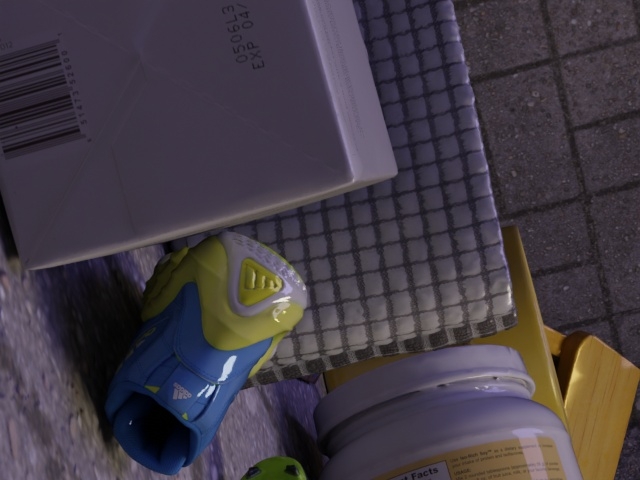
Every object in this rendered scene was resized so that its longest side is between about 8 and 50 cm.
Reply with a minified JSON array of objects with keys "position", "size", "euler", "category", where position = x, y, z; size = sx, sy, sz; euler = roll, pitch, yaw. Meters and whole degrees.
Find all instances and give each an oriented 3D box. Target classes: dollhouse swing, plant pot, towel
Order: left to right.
[{"position":[0.005,-0.047,1.113],"size":[0.121,0.235,0.283],"euler":[64,14,-71],"category":"towel"},{"position":[0.132,0.131,1.668],"size":[0.254,0.239,0.254],"euler":[-14,90,-83],"category":"plant pot"},{"position":[0.177,0.190,1.986],"size":[0.347,0.305,0.315],"euler":[22,-79,57],"category":"dollhouse swing"}]

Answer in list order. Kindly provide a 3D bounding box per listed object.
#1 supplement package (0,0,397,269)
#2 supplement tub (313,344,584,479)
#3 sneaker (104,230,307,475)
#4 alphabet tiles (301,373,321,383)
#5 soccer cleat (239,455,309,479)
[{"position":[-0.069,-0.095,0.869],"size":[0.293,0.175,0.177],"euler":[-20,94,-82],"category":"supplement package"},{"position":[0.131,0.283,1.343],"size":[0.241,0.241,0.331],"euler":[58,15,-66],"category":"supplement tub"},{"position":[-0.085,0.070,0.877],"size":[0.091,0.126,0.240],"euler":[36,-17,0],"category":"sneaker"},{"position":[0.021,0.036,1.410],"size":[0.198,0.009,0.237],"euler":[-59,165,-4],"category":"alphabet tiles"},{"position":[-0.035,0.223,1.011],"size":[0.179,0.060,0.072],"euler":[-85,170,-49],"category":"soccer cleat"}]
